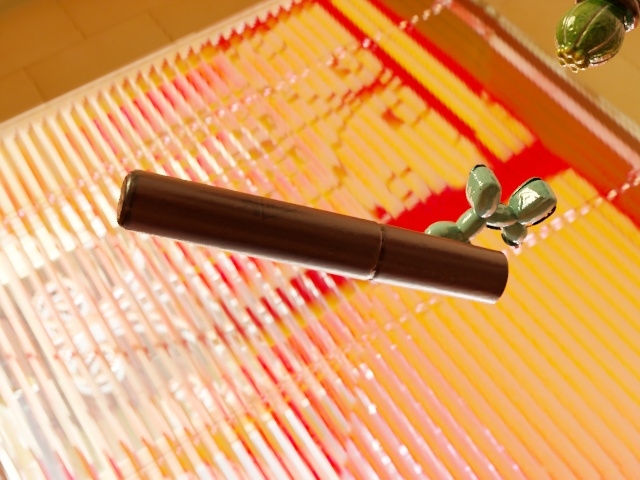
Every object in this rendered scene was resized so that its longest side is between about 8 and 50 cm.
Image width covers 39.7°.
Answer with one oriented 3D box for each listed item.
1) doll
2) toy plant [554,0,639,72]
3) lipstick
[{"bbox_3d":[0.209,-0.022,1.156,0.059,0.159,0.159,-110,-148,-46],"label":"doll"},{"bbox_3d":[0.372,-0.295,1.180,0.093,0.162,0.093,36,-12,9],"label":"toy plant"},{"bbox_3d":[0.000,0.000,0.790,0.057,0.356,0.057,-167,-90,-73],"label":"lipstick"}]
